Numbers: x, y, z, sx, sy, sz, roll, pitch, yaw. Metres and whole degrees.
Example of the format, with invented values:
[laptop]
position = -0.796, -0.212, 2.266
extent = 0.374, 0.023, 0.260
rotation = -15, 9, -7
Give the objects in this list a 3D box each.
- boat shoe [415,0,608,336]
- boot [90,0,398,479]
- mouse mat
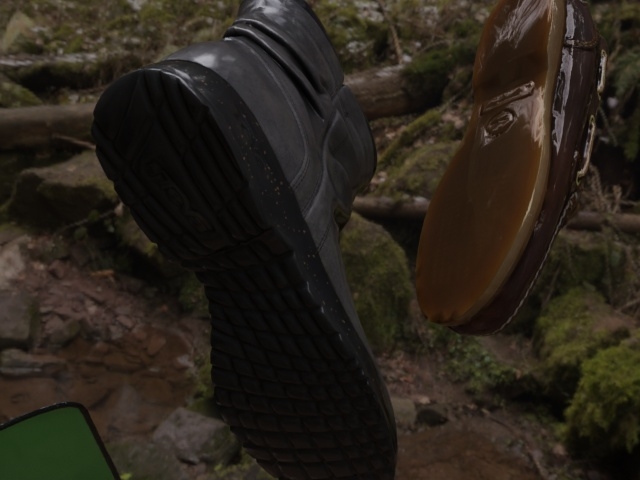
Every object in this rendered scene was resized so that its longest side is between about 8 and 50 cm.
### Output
[boat shoe]
position = 0.112, -0.042, 0.354
extent = 0.073, 0.206, 0.073
rotation = 30, -19, -29
[boot]
position = 0.000, 0.000, 0.478
extent = 0.118, 0.338, 0.222
rotation = -6, 27, 25
[mouse mat]
position = -0.240, 0.178, 0.453
extent = 0.190, 0.152, 0.007
rotation = -19, 51, -19
